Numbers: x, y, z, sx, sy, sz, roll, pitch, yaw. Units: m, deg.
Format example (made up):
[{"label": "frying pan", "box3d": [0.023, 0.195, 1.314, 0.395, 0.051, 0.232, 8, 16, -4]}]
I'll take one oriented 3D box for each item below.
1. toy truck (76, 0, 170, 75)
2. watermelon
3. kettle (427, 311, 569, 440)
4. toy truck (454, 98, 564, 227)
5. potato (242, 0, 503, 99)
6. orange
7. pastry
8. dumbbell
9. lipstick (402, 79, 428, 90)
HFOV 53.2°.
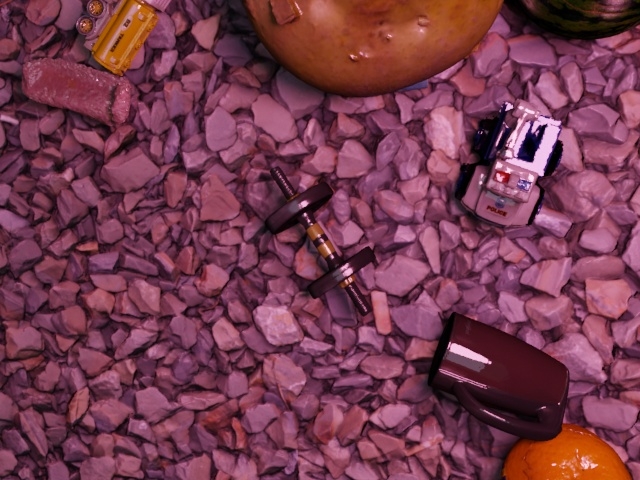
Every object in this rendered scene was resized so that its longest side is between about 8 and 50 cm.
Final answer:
[{"label": "toy truck", "box3d": [-0.381, -0.447, 1.268, 0.114, 0.098, 0.227, 37, 100, 2]}, {"label": "watermelon", "box3d": [0.446, -0.469, 1.030, 0.285, 0.285, 0.285, 0, 92, 9]}, {"label": "kettle", "box3d": [0.320, 0.245, 1.134, 0.232, 0.202, 0.144, 19, 122, 7]}, {"label": "toy truck", "box3d": [0.337, -0.129, 1.120, 0.161, 0.177, 0.213, 21, 95, 7]}, {"label": "potato", "box3d": [0.091, -0.405, 1.043, 0.442, 0.385, 0.320, -8, 94, 23]}, {"label": "orange", "box3d": [0.428, 0.434, 1.116, 0.219, 0.193, 0.219, -12, 46, 13]}, {"label": "pastry", "box3d": [-0.470, -0.298, 1.286, 0.265, 0.112, 0.103, 22, 100, 19]}, {"label": "dumbbell", "box3d": [0.000, 0.000, 1.198, 0.143, 0.143, 0.325, -34, 87, 9]}, {"label": "lipstick", "box3d": [0.124, -0.304, 1.212, 0.157, 0.048, 0.048, -4, 92, 10]}]
